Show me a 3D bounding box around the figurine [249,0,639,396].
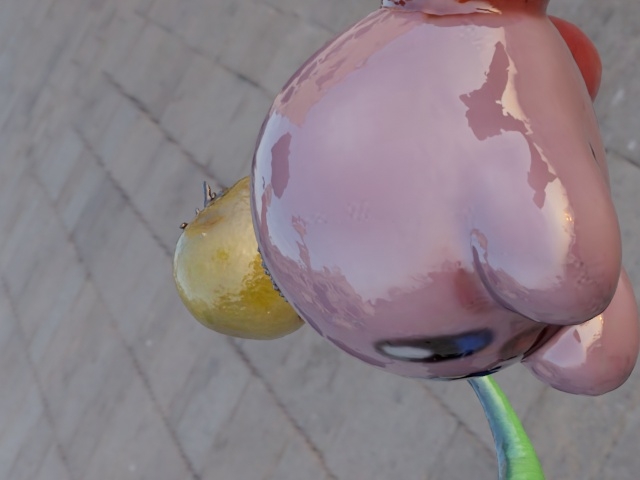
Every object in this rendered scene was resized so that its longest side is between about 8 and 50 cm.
[{"bbox_3d":[0.065,-0.042,0.872,0.211,0.270,0.261,-9,67,12],"label":"figurine"}]

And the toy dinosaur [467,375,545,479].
[{"bbox_3d":[0.077,0.308,1.185,0.500,0.374,0.144,61,140,34],"label":"toy dinosaur"}]

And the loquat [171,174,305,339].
[{"bbox_3d":[-0.083,0.023,1.832,0.213,0.213,0.213,-48,26,32],"label":"loquat"}]

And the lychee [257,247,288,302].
[{"bbox_3d":[-0.001,0.001,1.415,0.123,0.123,0.129,-129,50,-67],"label":"lychee"}]
